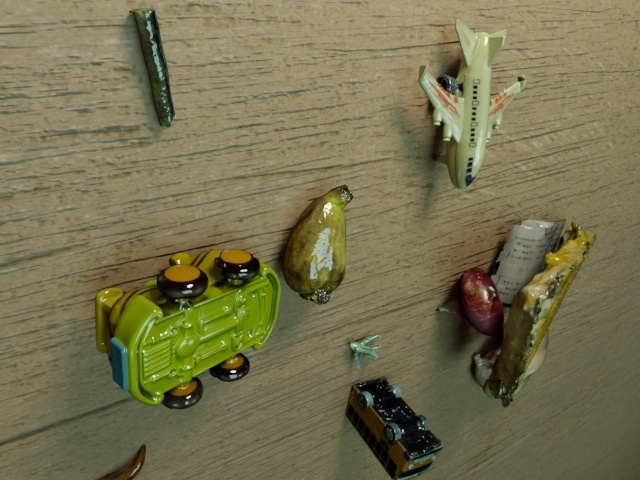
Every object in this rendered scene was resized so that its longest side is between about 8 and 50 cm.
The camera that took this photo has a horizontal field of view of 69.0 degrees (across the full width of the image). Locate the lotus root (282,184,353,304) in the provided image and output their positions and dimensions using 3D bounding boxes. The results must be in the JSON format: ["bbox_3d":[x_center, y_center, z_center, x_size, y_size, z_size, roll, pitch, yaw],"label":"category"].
[{"bbox_3d":[0.000,0.000,0.735,0.108,0.094,0.190,-7,111,-56],"label":"lotus root"}]

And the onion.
[{"bbox_3d":[0.316,0.138,0.999,0.140,0.150,0.150,-17,130,17],"label":"onion"}]

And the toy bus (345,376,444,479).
[{"bbox_3d":[0.144,0.390,0.960,0.098,0.201,0.114,-2,118,-32],"label":"toy bus"}]

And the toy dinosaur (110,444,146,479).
[{"bbox_3d":[-0.454,0.506,0.708,0.432,0.097,0.208,-53,144,7],"label":"toy dinosaur"}]

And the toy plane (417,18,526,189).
[{"bbox_3d":[0.243,-0.215,0.762,0.242,0.104,0.256,-6,118,-33],"label":"toy plane"}]

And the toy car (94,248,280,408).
[{"bbox_3d":[-0.179,0.101,0.637,0.248,0.142,0.200,-16,126,-49],"label":"toy car"}]

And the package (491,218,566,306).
[{"bbox_3d":[0.496,0.052,1.097,0.251,0.062,0.204,-5,118,-35],"label":"package"}]

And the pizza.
[{"bbox_3d":[0.454,0.175,1.000,0.435,0.080,0.392,-20,130,-49],"label":"pizza"}]

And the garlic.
[{"bbox_3d":[0.510,0.327,1.223,0.228,0.110,0.217,-14,125,-26],"label":"garlic"}]

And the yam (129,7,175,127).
[{"bbox_3d":[-0.193,-0.199,0.544,0.027,0.033,0.129,-40,140,-44],"label":"yam"}]

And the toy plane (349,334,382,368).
[{"bbox_3d":[0.087,0.219,0.941,0.083,0.033,0.080,28,99,-32],"label":"toy plane"}]
